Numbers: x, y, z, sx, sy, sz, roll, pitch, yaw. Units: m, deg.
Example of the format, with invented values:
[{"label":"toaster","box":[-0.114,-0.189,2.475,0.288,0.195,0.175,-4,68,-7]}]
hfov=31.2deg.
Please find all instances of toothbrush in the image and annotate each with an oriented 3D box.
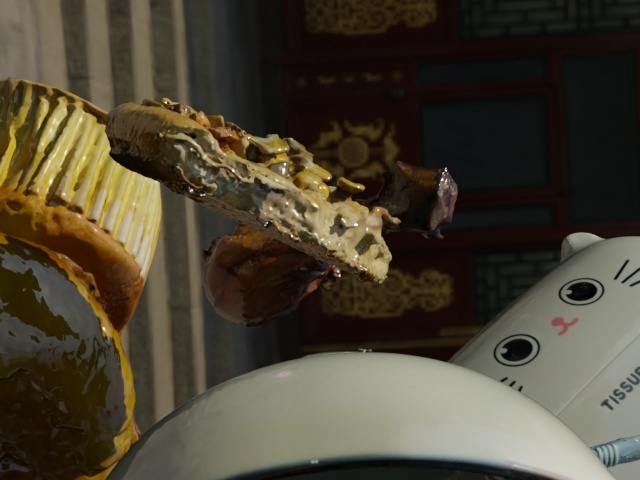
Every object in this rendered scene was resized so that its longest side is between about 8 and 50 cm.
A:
[{"label":"toothbrush","box":[0.174,0.124,0.668,0.019,0.220,0.016,-160,-115,-64]}]

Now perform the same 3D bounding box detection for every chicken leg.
[{"label":"chicken leg","box":[0.000,0.000,1.159,0.113,0.304,0.093,60,27,-7]}]

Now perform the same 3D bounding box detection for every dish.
[{"label":"dish","box":[0.008,0.108,0.425,0.228,0.236,0.086,102,-12,-45]}]

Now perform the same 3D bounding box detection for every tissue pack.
[{"label":"tissue pack","box":[0.214,0.154,0.902,0.236,0.333,0.229,38,-29,29]}]

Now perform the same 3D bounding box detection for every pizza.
[{"label":"pizza","box":[-0.032,-0.036,0.742,0.069,0.226,0.147,-65,-168,-3]}]

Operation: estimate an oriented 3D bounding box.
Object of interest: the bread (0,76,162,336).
[{"label":"bread","box":[-0.251,0.009,1.004,0.288,0.204,0.156,-51,-162,52]}]

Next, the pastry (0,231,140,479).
[{"label":"pastry","box":[-0.303,0.138,0.845,0.164,0.356,0.356,-121,-162,-44]}]
